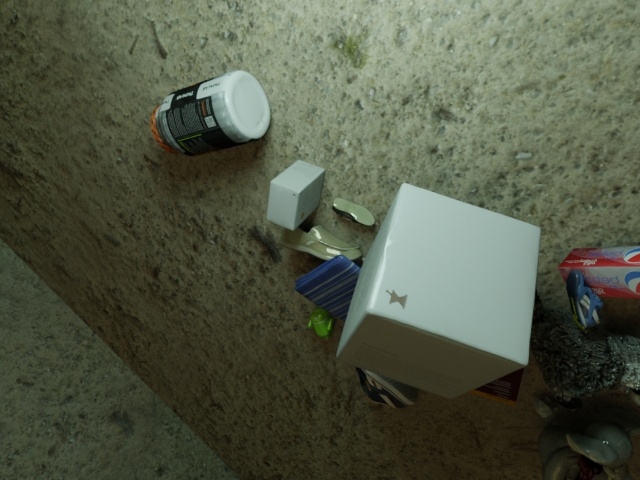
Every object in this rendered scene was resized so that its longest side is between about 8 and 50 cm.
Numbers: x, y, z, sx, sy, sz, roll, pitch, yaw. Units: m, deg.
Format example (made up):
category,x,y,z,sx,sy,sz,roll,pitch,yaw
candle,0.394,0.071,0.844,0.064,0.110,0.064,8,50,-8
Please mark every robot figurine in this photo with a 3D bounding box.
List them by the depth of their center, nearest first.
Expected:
category,x,y,z,sx,sy,sz,roll,pitch,yaw
robot figurine,0.005,0.285,1.645,0.101,0.067,0.115,2,120,42

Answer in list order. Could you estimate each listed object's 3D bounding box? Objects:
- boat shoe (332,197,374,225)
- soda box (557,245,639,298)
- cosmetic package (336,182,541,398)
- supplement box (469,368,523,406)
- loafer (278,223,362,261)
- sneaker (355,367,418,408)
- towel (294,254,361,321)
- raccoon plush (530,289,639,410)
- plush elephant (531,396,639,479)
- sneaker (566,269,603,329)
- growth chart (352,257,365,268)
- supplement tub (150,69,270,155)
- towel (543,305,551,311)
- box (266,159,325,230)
category,x,y,z,sx,sy,sz,roll,pitch,yaw
boat shoe,0.096,-0.079,1.383,0.133,0.049,0.042,27,157,4
soda box,0.681,0.070,1.056,0.092,0.083,0.263,57,153,-13
cosmetic package,0.258,0.141,1.129,0.327,0.329,0.393,19,152,2
supplement box,0.485,0.339,1.370,0.191,0.129,0.194,12,124,22
loafer,0.000,0.000,1.446,0.268,0.102,0.092,13,104,15
sneaker,0.181,0.460,1.619,0.321,0.126,0.127,47,124,-7
towel,0.110,0.176,1.473,0.336,0.040,0.243,35,135,-21
raccoon plush,0.665,0.217,1.155,0.299,0.216,0.446,-29,99,24
plush elephant,0.747,0.585,1.290,0.255,0.272,0.330,-34,75,64
sneaker,0.612,0.133,1.099,0.059,0.053,0.144,-15,100,8
growth chart,0.105,0.144,1.531,0.172,0.021,0.237,1,120,27
supplement tub,-0.317,-0.348,1.344,0.316,0.193,0.193,-6,116,31
towel,0.606,0.202,1.295,0.083,0.009,0.060,24,127,13
box,-0.069,-0.132,1.356,0.091,0.170,0.130,23,127,15
